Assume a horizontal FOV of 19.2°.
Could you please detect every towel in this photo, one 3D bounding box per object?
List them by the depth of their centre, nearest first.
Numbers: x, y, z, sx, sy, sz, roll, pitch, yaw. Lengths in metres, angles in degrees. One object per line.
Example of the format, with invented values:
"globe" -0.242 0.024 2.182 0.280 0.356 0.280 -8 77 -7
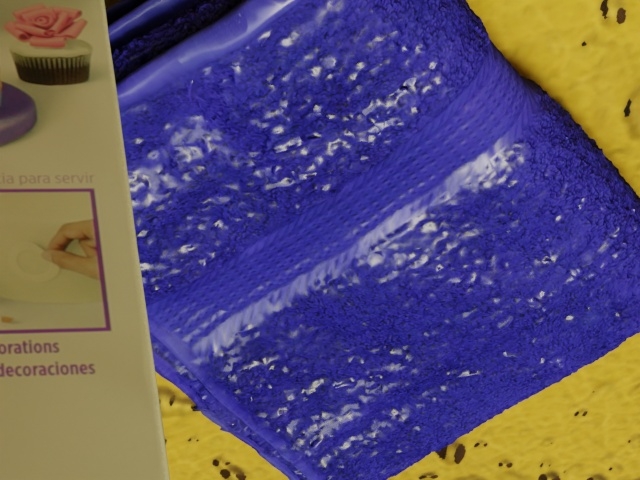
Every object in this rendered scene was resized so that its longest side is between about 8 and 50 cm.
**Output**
"towel" 0.000 0.000 0.796 0.227 0.076 0.308 -29 138 20

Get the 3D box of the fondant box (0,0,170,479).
"fondant box" -0.179 0.003 0.553 0.238 0.330 0.096 -1 141 -13
